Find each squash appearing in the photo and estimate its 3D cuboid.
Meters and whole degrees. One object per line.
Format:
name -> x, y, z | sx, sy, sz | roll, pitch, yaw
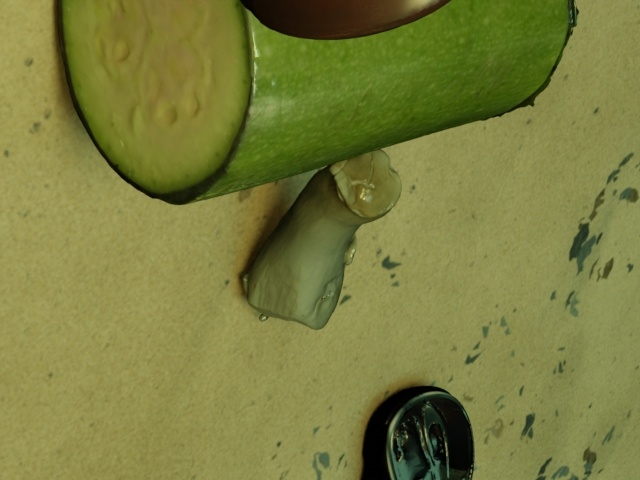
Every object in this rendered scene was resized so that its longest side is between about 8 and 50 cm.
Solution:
squash -> 0.002, -0.194, 1.295 | 0.384, 0.263, 0.263 | -17, 123, -40

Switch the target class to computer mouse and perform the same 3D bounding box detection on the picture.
computer mouse -> 0.114, 0.283, 1.811 | 0.137, 0.096, 0.233 | -23, 128, -36

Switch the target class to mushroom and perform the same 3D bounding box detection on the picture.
mushroom -> 0.000, -0.001, 1.469 | 0.099, 0.096, 0.278 | 18, 140, -12

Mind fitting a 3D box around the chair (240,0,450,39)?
chair -> 0.001, -0.344, 0.959 | 0.227, 0.227, 0.400 | -29, 114, -33
